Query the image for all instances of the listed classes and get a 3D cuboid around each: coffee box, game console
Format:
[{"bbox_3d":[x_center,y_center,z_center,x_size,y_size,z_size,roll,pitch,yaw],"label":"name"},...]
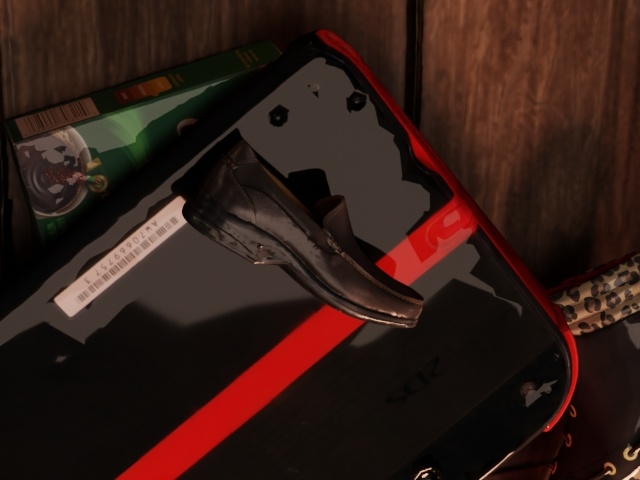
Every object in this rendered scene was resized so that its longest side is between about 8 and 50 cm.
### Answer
[{"bbox_3d":[-0.100,-0.050,1.217,0.184,0.040,0.113,-18,119,-12],"label":"coffee box"},{"bbox_3d":[-0.046,0.096,1.258,0.386,0.060,0.342,-40,115,2],"label":"game console"}]

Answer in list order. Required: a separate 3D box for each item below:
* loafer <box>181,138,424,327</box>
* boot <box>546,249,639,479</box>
[{"bbox_3d":[0.000,0.000,1.169,0.170,0.062,0.061,29,96,-24],"label":"loafer"},{"bbox_3d":[0.190,0.122,1.386,0.236,0.085,0.178,-28,92,33],"label":"boot"}]
